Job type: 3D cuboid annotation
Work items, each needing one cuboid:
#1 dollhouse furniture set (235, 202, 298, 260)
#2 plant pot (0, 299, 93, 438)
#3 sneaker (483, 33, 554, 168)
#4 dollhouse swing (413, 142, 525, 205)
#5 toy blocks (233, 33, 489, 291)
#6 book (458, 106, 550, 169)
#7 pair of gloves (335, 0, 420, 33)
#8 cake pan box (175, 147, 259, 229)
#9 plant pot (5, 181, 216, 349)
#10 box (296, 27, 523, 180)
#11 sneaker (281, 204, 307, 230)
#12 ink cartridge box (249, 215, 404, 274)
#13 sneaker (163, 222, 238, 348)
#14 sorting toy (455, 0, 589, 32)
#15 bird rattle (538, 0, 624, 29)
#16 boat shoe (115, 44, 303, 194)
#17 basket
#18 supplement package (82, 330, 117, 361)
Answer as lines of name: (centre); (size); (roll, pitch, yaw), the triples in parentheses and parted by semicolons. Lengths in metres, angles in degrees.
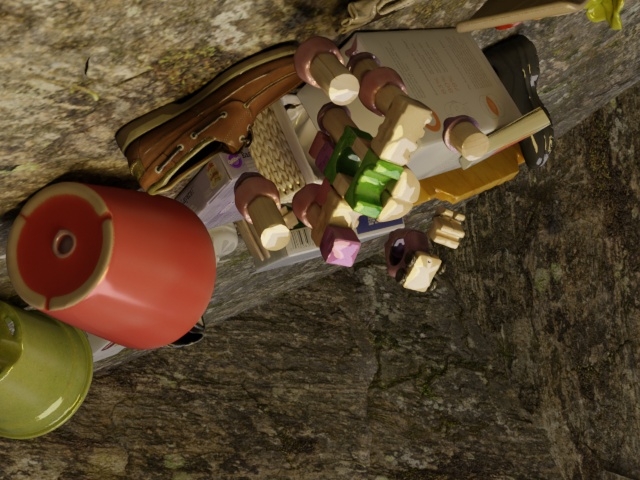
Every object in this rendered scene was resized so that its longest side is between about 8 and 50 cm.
dollhouse furniture set: (-0.091, -0.039, 1.814); (0.151, 0.123, 0.144); (-35, -151, -22)
plant pot: (-0.623, 0.234, 1.558); (0.276, 0.276, 0.254); (-27, 159, -6)
sneaker: (0.413, -0.288, 1.703); (0.130, 0.286, 0.109); (-18, -171, -7)
dollhouse swing: (0.212, -0.154, 1.816); (0.346, 0.315, 0.305); (-22, 157, -38)
toy blocks: (0.050, -0.128, 1.167); (0.308, 0.260, 0.289); (15, 114, -27)
book: (0.322, -0.175, 1.397); (0.144, 0.035, 0.096); (-28, 173, -10)
pair of gloves: (0.132, -0.341, 1.057); (0.204, 0.042, 0.240); (-27, -168, -17)
cake pan box: (-0.160, -0.105, 1.582); (0.245, 0.070, 0.267); (-18, 166, -41)
plant pot: (-0.338, 0.030, 1.256); (0.274, 0.275, 0.243); (-30, 159, 12)
box: (0.165, -0.232, 1.382); (0.345, 0.215, 0.168); (-19, 166, -47)
sneaker: (0.009, -0.093, 2.008); (0.295, 0.109, 0.123); (-25, 174, -19)
ink cartridge box: (0.000, 0.000, 2.030); (0.324, 0.072, 0.330); (-15, 177, -24)
sneaker: (-0.295, 0.097, 1.678); (0.169, 0.258, 0.447); (-34, 170, 30)
sorting toy: (0.381, -0.379, 1.181); (0.307, 0.041, 0.229); (4, -141, 49)
bird rattle: (0.454, -0.449, 1.376); (0.206, 0.143, 0.253); (-14, 172, 17)
boat shoe: (-0.140, -0.171, 1.160); (0.307, 0.104, 0.111); (-30, 169, 1)
basket: (-0.049, -0.154, 1.357); (0.103, 0.167, 0.113); (-27, 173, 31)
supplement package: (-0.514, 0.190, 1.920); (0.244, 0.134, 0.139); (-36, 168, 38)
